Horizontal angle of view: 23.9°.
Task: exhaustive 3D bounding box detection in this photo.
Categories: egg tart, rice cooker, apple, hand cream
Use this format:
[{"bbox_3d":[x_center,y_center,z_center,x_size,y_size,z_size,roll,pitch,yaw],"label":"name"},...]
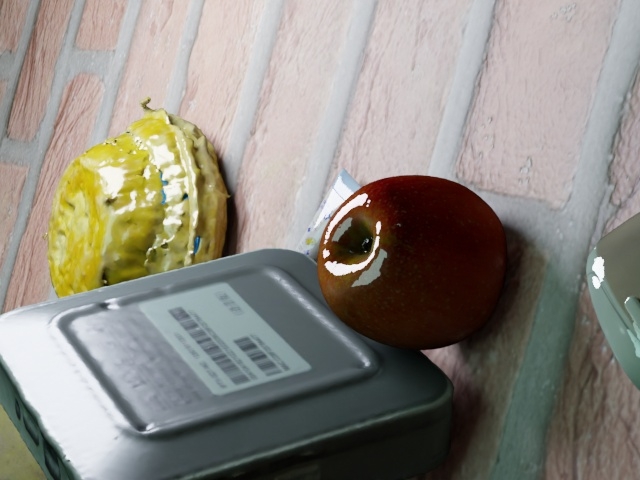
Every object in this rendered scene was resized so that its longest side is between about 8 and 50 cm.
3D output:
[{"bbox_3d":[-0.273,-0.009,2.123,0.388,0.169,0.388,-21,65,54],"label":"egg tart"},{"bbox_3d":[0.298,0.060,1.210,0.127,0.145,0.206,-49,42,20],"label":"rice cooker"},{"bbox_3d":[0.094,0.019,1.525,0.181,0.168,0.181,-28,51,40],"label":"apple"},{"bbox_3d":[0.000,0.000,1.793,0.171,0.043,0.065,-61,41,18],"label":"hand cream"}]

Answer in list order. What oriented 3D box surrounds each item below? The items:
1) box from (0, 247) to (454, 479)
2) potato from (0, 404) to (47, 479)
[{"bbox_3d":[-0.113,0.149,1.568,0.396,0.396,0.111,38,135,53],"label":"box"},{"bbox_3d":[-0.421,0.322,2.149,0.243,0.221,0.326,-49,49,51],"label":"potato"}]
